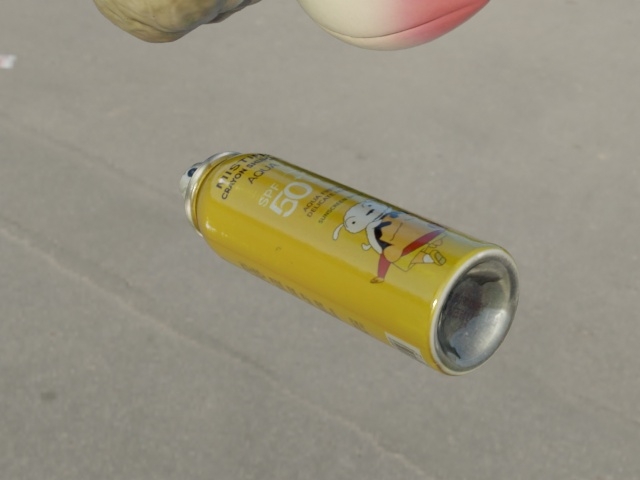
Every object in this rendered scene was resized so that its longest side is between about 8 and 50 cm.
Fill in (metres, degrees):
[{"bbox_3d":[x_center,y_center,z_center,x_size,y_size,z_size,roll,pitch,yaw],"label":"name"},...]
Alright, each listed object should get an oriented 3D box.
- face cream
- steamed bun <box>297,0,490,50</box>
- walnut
[{"bbox_3d":[0.000,0.000,0.975,0.105,0.105,0.348,-18,30,-37],"label":"face cream"},{"bbox_3d":[0.116,-0.389,1.598,0.309,0.309,0.309,6,30,-3],"label":"steamed bun"},{"bbox_3d":[-0.171,-0.358,1.380,0.248,0.248,0.248,6,30,-3],"label":"walnut"}]
